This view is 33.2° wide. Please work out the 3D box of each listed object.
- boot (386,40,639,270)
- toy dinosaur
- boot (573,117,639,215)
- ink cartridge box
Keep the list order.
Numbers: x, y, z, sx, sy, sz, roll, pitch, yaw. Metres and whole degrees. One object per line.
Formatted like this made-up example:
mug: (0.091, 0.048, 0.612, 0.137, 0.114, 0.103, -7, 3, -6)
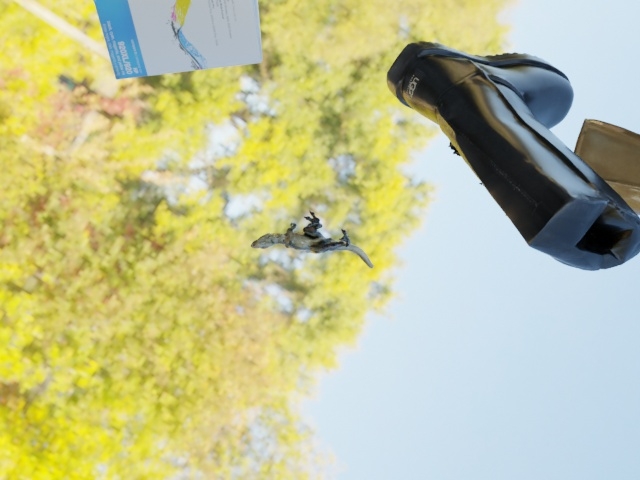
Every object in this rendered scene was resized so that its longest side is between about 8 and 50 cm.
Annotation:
boot: (0.347, -0.131, 1.613, 0.445, 0.367, 0.146, 52, -48, 46)
toy dinosaur: (0.000, 0.000, 2.152, 0.118, 0.268, 0.064, 129, -31, -60)
boot: (0.510, -0.045, 1.678, 0.089, 0.270, 0.236, -19, 125, -80)
ink cartridge box: (-0.212, -0.372, 1.635, 0.168, 0.233, 0.171, 84, -1, -50)
